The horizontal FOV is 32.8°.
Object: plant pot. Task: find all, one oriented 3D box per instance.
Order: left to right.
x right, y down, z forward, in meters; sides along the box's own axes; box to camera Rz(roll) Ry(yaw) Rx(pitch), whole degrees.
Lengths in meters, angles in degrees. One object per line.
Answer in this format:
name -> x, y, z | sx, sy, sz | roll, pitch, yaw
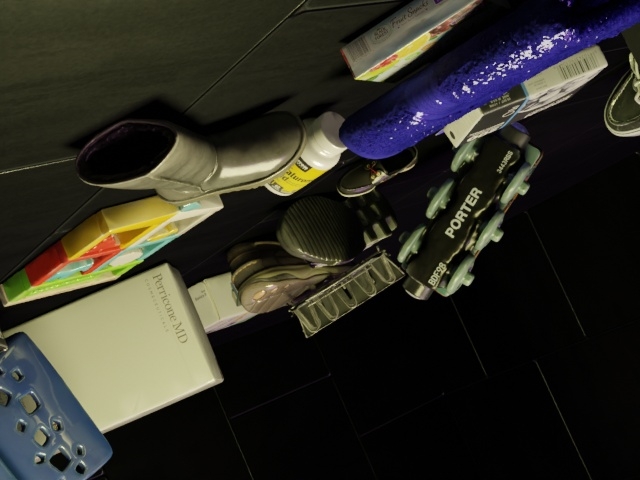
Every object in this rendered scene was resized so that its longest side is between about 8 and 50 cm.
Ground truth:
plant pot -> -0.476, 0.305, 1.527 | 0.236, 0.236, 0.212 | -30, -170, 27

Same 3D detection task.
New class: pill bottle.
pill bottle -> -0.017, -0.102, 1.255 | 0.065, 0.065, 0.116 | -17, 169, -45

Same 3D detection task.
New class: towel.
towel -> 0.184, -0.179, 1.088 | 0.227, 0.076, 0.308 | -37, -174, -40

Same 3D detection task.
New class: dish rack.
dish rack -> 0.041, 0.085, 1.820 | 0.208, 0.074, 0.271 | -34, 178, 0

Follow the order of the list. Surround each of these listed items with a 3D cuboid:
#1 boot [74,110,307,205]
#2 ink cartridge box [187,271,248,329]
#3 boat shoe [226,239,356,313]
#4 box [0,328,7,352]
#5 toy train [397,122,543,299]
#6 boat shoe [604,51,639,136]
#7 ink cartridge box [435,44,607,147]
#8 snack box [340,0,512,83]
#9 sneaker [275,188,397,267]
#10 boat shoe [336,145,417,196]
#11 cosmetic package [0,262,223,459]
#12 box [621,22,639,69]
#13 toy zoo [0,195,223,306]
boot -> -0.117, -0.091, 1.055 | 0.189, 0.076, 0.208 | -27, 166, 6
ink cartridge box -> -0.196, 0.124, 2.204 | 0.154, 0.093, 0.212 | -29, 169, 38
boat shoe -> -0.041, 0.045, 1.990 | 0.132, 0.130, 0.355 | -38, 161, 23
box -> -0.560, 0.152, 1.333 | 0.293, 0.073, 0.295 | -22, 173, -8
toy train -> 0.250, -0.050, 1.811 | 0.334, 0.142, 0.190 | -60, 167, 14
boat shoe -> 0.548, -0.263, 1.741 | 0.105, 0.113, 0.306 | -11, 164, -35
ink cartridge box -> 0.289, -0.204, 1.596 | 0.206, 0.045, 0.208 | -23, 174, -11
snack box -> 0.101, -0.201, 1.033 | 0.141, 0.037, 0.100 | -29, 173, 26
sneaker -> 0.000, 0.000, 1.817 | 0.146, 0.122, 0.330 | -30, 170, 28
boat shoe -> 0.084, -0.108, 1.618 | 0.133, 0.049, 0.042 | -25, 168, -7
cosmetic package -> -0.374, 0.209, 1.771 | 0.385, 0.217, 0.156 | -25, 173, -1
box -> 0.519, -0.312, 1.323 | 0.261, 0.103, 0.184 | -23, 170, -8
toy zoo -> -0.253, 0.000, 1.370 | 0.293, 0.030, 0.192 | -30, 170, 39
